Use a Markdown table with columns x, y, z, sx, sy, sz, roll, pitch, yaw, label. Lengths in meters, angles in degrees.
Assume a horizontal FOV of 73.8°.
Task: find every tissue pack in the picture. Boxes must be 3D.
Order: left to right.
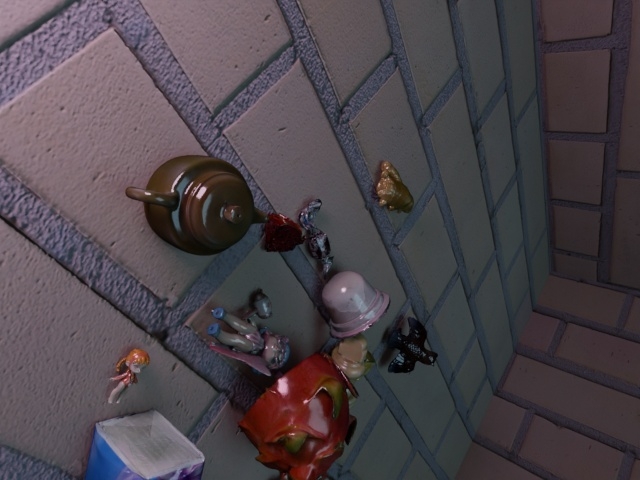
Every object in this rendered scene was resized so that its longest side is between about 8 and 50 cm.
| x | y | z | sx | sy | sz | roll | pitch | yaw | label |
| --- | --- | --- | --- | --- | --- | --- | --- | --- | --- |
| -0.343 | 0.492 | 0.789 | 0.146 | 0.198 | 0.264 | 7 | 97 | -50 | tissue pack |

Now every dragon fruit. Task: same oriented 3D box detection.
| x | y | z | sx | sy | sz | roll | pitch | yaw | label |
| --- | --- | --- | --- | --- | --- | --- | --- | --- | --- |
| -0.085 | -0.026 | 1.035 | 0.131 | 0.063 | 0.097 | 0 | 134 | -48 | dragon fruit |
| -0.029 | 0.450 | 1.042 | 0.305 | 0.226 | 0.305 | -35 | 153 | -20 | dragon fruit |

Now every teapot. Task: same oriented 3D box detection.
| x | y | z | sx | sy | sz | roll | pitch | yaw | label |
| --- | --- | --- | --- | --- | --- | --- | --- | --- | --- |
| -0.212 | -0.063 | 0.777 | 0.267 | 0.175 | 0.186 | 7 | 95 | -49 | teapot |

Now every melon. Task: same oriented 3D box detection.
| x | y | z | sx | sy | sz | roll | pitch | yaw | label |
| --- | --- | --- | --- | --- | --- | --- | --- | --- | --- |
| 0.074 | 0.383 | 1.316 | 0.160 | 0.079 | 0.128 | 2 | 122 | -27 | melon |

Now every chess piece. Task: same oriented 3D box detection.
| x | y | z | sx | sy | sz | roll | pitch | yaw | label |
| --- | --- | --- | --- | --- | --- | --- | --- | --- | --- |
| 0.052 | 0.438 | 1.218 | 0.117 | 0.117 | 0.397 | -8 | 120 | -47 | chess piece |

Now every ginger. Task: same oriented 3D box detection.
| x | y | z | sx | sy | sz | roll | pitch | yaw | label |
| --- | --- | --- | --- | --- | --- | --- | --- | --- | --- |
| 0.230 | -0.141 | 1.314 | 0.205 | 0.081 | 0.115 | 49 | 34 | -35 | ginger |

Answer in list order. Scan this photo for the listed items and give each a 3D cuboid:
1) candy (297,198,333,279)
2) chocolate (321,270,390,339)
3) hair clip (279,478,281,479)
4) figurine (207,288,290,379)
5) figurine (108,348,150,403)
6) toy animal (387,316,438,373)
| x | y | z | sx | sy | sz | roll | pitch | yaw | label |
| --- | --- | --- | --- | --- | --- | --- | --- | --- | --- |
| 0.000 | 0.000 | 1.125 | 0.094 | 0.051 | 0.226 | -39 | 128 | -37 | candy |
| 0.082 | 0.157 | 1.197 | 0.221 | 0.221 | 0.147 | -35 | 101 | -36 | chocolate |
| -0.109 | 0.731 | 1.225 | 0.292 | 0.084 | 0.106 | -22 | 113 | -48 | hair clip |
| -0.165 | 0.216 | 0.992 | 0.260 | 0.102 | 0.205 | 44 | 35 | -44 | figurine |
| -0.366 | 0.256 | 0.806 | 0.109 | 0.047 | 0.064 | -60 | 145 | -2 | figurine |
| 0.331 | 0.392 | 1.528 | 0.219 | 0.179 | 0.116 | -63 | 164 | -14 | toy animal |
